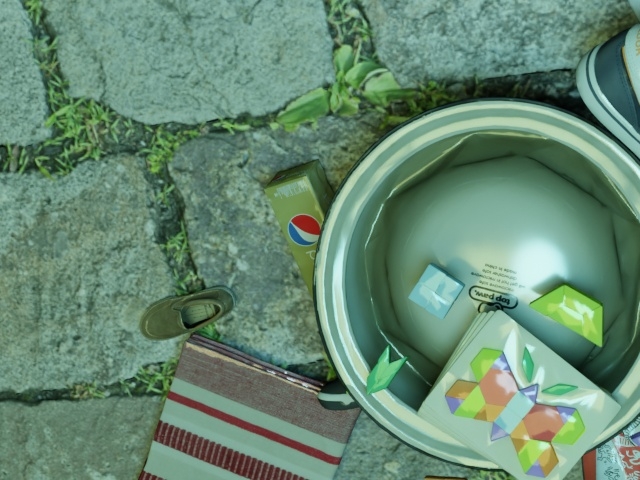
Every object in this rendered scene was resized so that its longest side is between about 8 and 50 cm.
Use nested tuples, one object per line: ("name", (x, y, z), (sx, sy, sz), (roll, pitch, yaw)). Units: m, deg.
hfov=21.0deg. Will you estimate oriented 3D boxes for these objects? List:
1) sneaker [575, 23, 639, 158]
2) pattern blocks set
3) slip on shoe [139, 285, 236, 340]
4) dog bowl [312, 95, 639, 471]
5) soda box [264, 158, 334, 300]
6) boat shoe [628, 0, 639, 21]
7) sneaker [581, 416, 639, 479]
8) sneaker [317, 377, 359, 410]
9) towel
("sneaker", (0.417, -0.102, 1.788), (0.321, 0.126, 0.127), (38, 144, -17))
("pattern blocks set", (0.211, 0.178, 1.846), (0.325, 0.026, 0.285), (23, 101, 9))
("slip on shoe", (-0.169, 0.095, 2.146), (0.135, 0.041, 0.051), (-16, 107, 21))
("dog bowl", (0.204, 0.041, 1.920), (0.408, 0.150, 0.408), (1, 97, 11))
("soda box", (0.000, 0.000, 2.050), (0.058, 0.061, 0.181), (-17, 107, 21))
("boat shoe", (0.442, -0.224, 1.819), (0.301, 0.102, 0.108), (42, 155, -7))
("sneaker", (0.378, 0.255, 1.996), (0.145, 0.090, 0.270), (-9, 82, 15))
("sneaker", (0.093, 0.124, 2.074), (0.234, 0.084, 0.097), (-25, 92, 14))
("towel", (-0.104, 0.292, 2.215), (0.237, 0.037, 0.329), (22, 117, 3))
